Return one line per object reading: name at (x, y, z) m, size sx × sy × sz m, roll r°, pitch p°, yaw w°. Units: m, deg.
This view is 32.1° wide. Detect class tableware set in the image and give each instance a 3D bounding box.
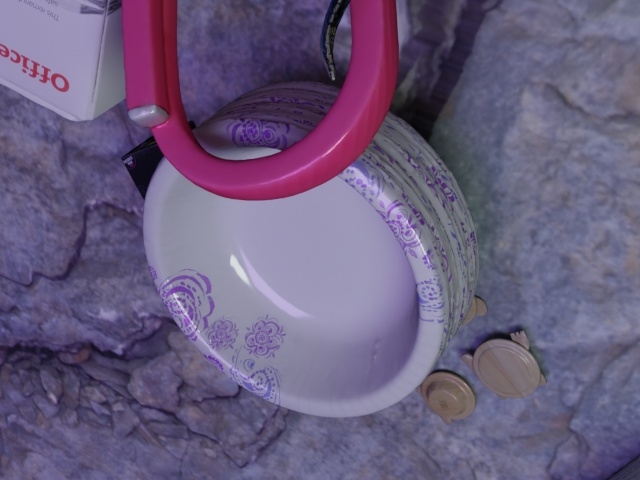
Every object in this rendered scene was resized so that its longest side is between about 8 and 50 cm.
tableware set at (0.120, 0.106, 1.044) m, size 0.141 × 0.020 × 0.168 m, roll 49°, pitch 131°, yaw -5°

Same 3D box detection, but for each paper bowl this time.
paper bowl at (0.000, 0.000, 0.963) m, size 0.284 × 0.148 × 0.284 m, roll 14°, pitch 125°, yaw 22°

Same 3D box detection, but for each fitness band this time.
fitness band at (-0.047, -0.174, 0.835) m, size 0.209 × 0.054 × 0.291 m, roll -9°, pitch 75°, yaw 19°

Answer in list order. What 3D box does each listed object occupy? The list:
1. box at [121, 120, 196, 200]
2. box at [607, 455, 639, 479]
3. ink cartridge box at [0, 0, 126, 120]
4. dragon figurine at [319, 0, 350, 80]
box at (-0.139, -0.061, 1.069) m, size 0.062 × 0.052 × 0.083 m, roll -15°, pitch 109°, yaw 36°
box at (0.316, 0.295, 0.980) m, size 0.181 × 0.119 × 0.182 m, roll 40°, pitch 131°, yaw 3°
ink cartridge box at (-0.232, -0.276, 0.947) m, size 0.207 × 0.117 × 0.283 m, roll 28°, pitch 128°, yaw 13°
dragon figurine at (0.090, -0.240, 0.727) m, size 0.085 × 0.289 × 0.144 m, roll 47°, pitch 169°, yaw 0°
